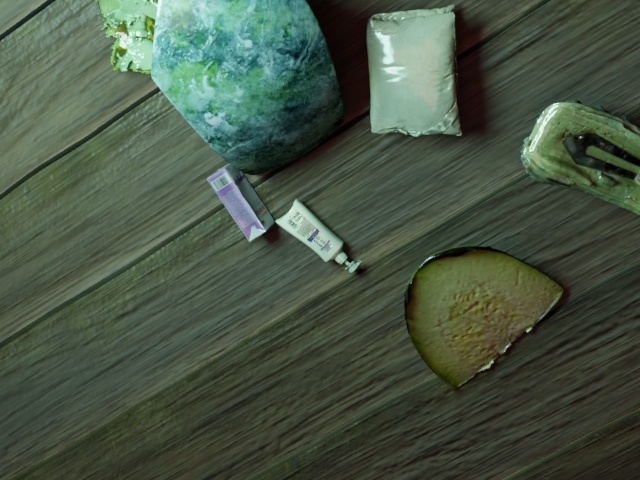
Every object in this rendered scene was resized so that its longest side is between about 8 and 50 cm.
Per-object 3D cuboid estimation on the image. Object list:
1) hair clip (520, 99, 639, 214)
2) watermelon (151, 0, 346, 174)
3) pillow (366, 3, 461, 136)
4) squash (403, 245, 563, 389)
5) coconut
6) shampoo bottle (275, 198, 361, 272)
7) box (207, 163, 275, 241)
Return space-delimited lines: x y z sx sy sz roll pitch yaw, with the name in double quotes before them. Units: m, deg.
"hair clip" 0.439 -0.103 1.803 0.321 0.091 0.138 24 109 -8
"watermelon" -0.117 -0.270 1.806 0.228 0.258 0.387 -31 142 2
"pillow" 0.134 -0.241 1.819 0.134 0.078 0.181 0 104 10
"squash" 0.208 0.105 1.866 0.204 0.155 0.237 44 107 -2
"coconut" -0.265 -0.303 1.874 0.158 0.055 0.133 46 137 12
"shampoo bottle" 0.000 0.000 1.932 0.141 0.034 0.049 41 101 -4
"box" -0.118 -0.060 1.927 0.036 0.050 0.117 -31 100 24
